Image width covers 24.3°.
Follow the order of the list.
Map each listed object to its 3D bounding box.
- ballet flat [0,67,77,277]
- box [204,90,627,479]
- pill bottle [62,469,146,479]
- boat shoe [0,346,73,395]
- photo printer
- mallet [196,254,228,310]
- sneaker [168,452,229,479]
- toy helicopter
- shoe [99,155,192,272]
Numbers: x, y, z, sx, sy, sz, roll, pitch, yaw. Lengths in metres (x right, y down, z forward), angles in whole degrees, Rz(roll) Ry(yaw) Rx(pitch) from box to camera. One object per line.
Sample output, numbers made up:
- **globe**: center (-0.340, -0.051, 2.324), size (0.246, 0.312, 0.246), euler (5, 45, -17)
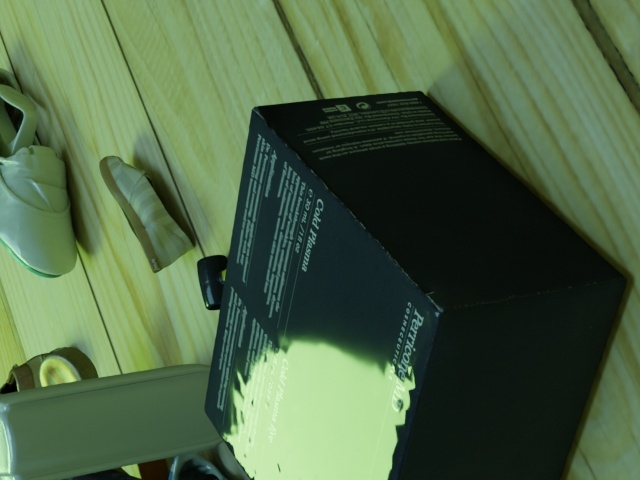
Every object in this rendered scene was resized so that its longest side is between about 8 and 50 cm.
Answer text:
- **ballet flat**: center (-0.446, -0.117, 2.184), size (0.400, 0.139, 0.139), euler (56, 142, 39)
- **box**: center (0.060, 0.097, 1.270), size (0.312, 0.179, 0.343), euler (51, 139, 45)
- **pill bottle**: center (-0.330, 0.349, 1.860), size (0.278, 0.162, 0.162), euler (12, 111, 27)
- **boat shoe**: center (-0.461, 0.263, 2.300), size (0.123, 0.116, 0.324), euler (66, 147, 26)
- **photo printer**: center (-0.259, 0.214, 1.733), size (0.256, 0.308, 0.107), euler (-17, 82, 59)
- **mallet**: center (-0.087, 0.015, 1.663), size (0.190, 0.039, 0.062), euler (-45, 57, 50)
- **sneaker**: center (-0.119, 0.332, 1.740), size (0.237, 0.085, 0.086), euler (42, 151, 50)
- **toy helicopter**: center (-0.285, 0.312, 1.972), size (0.235, 0.140, 0.355), euler (-5, 105, 39)
- **shoe**: center (-0.221, -0.041, 1.868), size (0.219, 0.058, 0.076), euler (56, 173, 44)
